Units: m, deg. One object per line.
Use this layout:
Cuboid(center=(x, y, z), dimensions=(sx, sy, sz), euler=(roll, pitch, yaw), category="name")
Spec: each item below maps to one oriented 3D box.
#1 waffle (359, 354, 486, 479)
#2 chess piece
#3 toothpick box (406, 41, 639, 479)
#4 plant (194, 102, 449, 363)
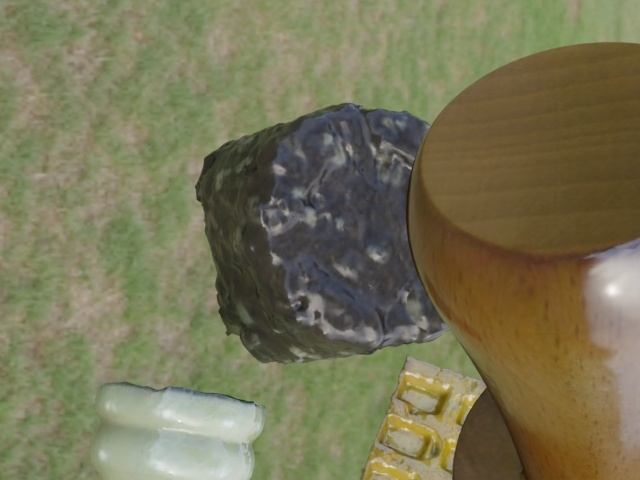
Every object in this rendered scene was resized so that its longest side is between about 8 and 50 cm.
Cuboid(center=(0.127, 0.278, 1.198), dimensions=(0.057, 0.168, 0.274), euler=(98, 13, -60), category="waffle")
Cuboid(center=(-0.124, 0.234, 0.801), dimensions=(0.133, 0.133, 0.243), euler=(34, 62, -63), category="chess piece")
Cuboid(center=(0.143, 0.062, 0.510), dimensions=(0.294, 0.192, 0.192), euler=(70, 32, -41), category="toothpick box")
Cuboid(center=(0.000, 0.000, 0.964), dimensions=(0.312, 0.213, 0.215), euler=(154, -77, -74), category="plant")
